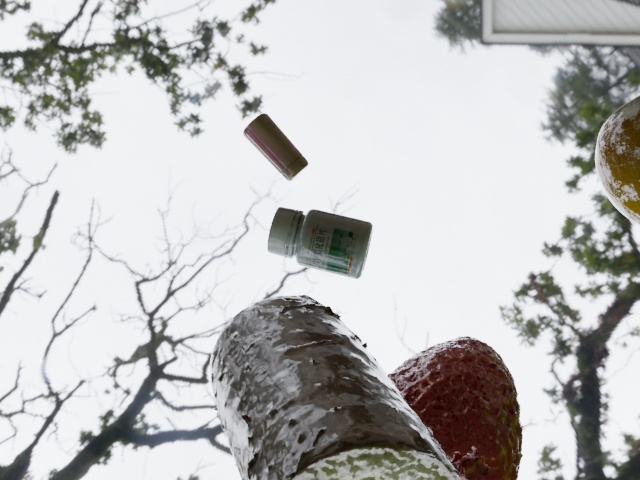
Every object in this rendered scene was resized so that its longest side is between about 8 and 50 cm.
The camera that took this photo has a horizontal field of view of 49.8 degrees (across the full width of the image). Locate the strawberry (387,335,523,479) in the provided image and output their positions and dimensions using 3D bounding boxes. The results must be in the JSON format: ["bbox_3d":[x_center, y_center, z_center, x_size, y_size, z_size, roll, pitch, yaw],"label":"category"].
[{"bbox_3d":[0.189,0.273,1.064,0.257,0.257,0.276,38,-125,-15],"label":"strawberry"}]

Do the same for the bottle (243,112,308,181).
[{"bbox_3d":[-0.060,-0.128,0.953,0.096,0.045,0.045,47,-142,0],"label":"bottle"}]

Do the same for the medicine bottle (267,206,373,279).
[{"bbox_3d":[0.000,0.000,0.921,0.131,0.080,0.080,13,-138,5],"label":"medicine bottle"}]

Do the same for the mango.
[{"bbox_3d":[0.514,-0.088,0.873,0.317,0.211,0.173,29,173,29],"label":"mango"}]

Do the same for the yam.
[{"bbox_3d":[-0.005,0.128,0.491,0.129,0.128,0.238,69,170,-24],"label":"yam"}]
